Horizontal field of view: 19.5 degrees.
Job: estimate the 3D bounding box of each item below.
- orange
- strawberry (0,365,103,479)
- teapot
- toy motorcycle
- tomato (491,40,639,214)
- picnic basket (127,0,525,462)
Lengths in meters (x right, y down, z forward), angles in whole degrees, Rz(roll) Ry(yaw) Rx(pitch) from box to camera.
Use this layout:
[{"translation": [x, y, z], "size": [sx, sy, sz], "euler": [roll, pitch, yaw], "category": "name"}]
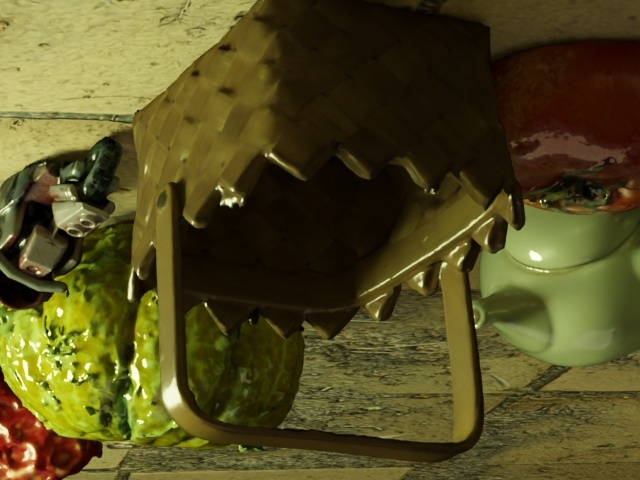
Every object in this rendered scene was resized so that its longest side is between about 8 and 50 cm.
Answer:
[{"translation": [-0.165, 0.090, 1.798], "size": [0.301, 0.223, 0.300], "euler": [3, 169, 4], "category": "orange"}, {"translation": [-0.386, 0.153, 1.936], "size": [0.336, 0.149, 0.265], "euler": [10, -159, 18], "category": "strawberry"}, {"translation": [0.287, 0.006, 1.674], "size": [0.318, 0.220, 0.149], "euler": [-12, 130, 23], "category": "teapot"}, {"translation": [-0.236, -0.012, 1.624], "size": [0.082, 0.122, 0.213], "euler": [21, 151, -25], "category": "toy motorcycle"}, {"translation": [0.219, -0.080, 1.539], "size": [0.237, 0.095, 0.237], "euler": [-3, 163, -1], "category": "tomato"}, {"translation": [0.000, 0.000, 1.386], "size": [0.254, 0.321, 0.291], "euler": [11, 153, -29], "category": "picnic basket"}]
